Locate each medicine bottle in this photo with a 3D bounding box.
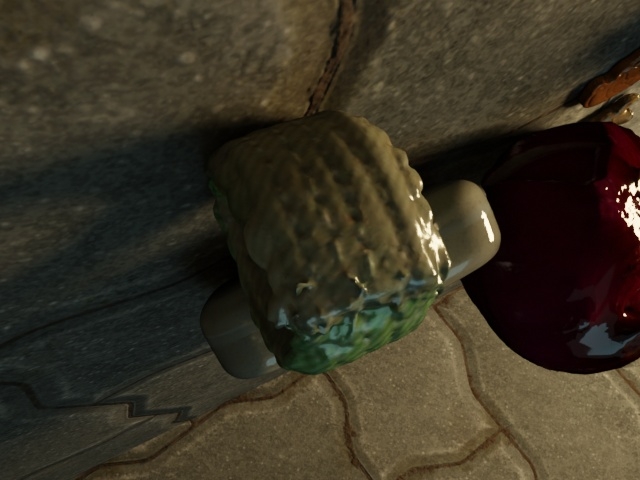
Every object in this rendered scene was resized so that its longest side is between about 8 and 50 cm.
[{"bbox_3d":[0.033,0.043,0.739,0.375,0.122,0.282,-27,-174,-4],"label":"medicine bottle"}]

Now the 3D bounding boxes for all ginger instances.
[{"bbox_3d":[0.481,-0.207,0.932,0.097,0.030,0.048,-37,133,21],"label":"ginger"}]

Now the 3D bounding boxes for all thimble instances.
[{"bbox_3d":[0.000,0.000,0.491,0.150,0.218,0.219,-20,162,-14],"label":"thimble"}]

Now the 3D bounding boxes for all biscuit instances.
[{"bbox_3d":[0.431,-0.233,0.798,0.131,0.019,0.102,-33,163,16],"label":"biscuit"}]

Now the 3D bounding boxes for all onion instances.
[{"bbox_3d":[0.333,0.024,0.901,0.421,0.397,0.399,-12,175,37],"label":"onion"}]
